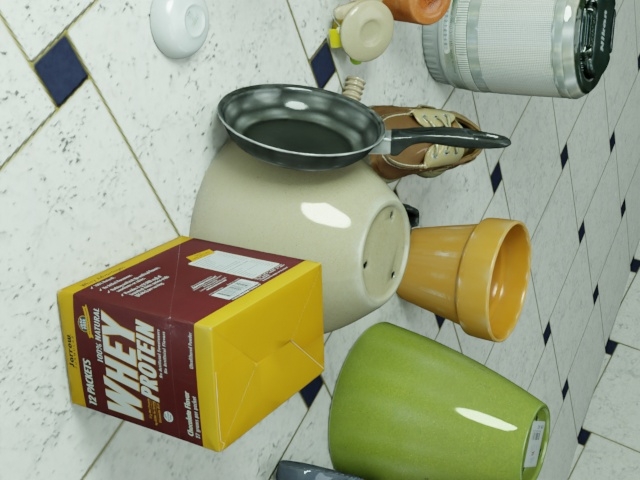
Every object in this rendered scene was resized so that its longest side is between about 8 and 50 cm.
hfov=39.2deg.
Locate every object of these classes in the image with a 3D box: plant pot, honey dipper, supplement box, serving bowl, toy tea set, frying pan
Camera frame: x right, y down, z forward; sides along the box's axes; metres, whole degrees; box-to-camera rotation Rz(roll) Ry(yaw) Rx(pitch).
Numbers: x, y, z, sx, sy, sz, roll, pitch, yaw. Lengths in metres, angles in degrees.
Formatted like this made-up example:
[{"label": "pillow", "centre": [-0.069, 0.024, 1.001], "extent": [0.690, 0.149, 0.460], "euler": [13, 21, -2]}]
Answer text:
[{"label": "plant pot", "centre": [0.235, 0.055, 1.530], "extent": [0.205, 0.188, 0.205], "euler": [-26, 121, -55]}, {"label": "plant pot", "centre": [0.207, 0.294, 1.450], "extent": [0.274, 0.293, 0.275], "euler": [-23, 118, -54]}, {"label": "honey dipper", "centre": [0.031, -0.155, 1.284], "extent": [0.030, 0.030, 0.161], "euler": [25, 78, -58]}, {"label": "supplement box", "centre": [-0.128, 0.095, 0.930], "extent": [0.191, 0.194, 0.129], "euler": [-29, 123, -53]}, {"label": "serving bowl", "centre": [-0.146, -0.237, 0.968], "extent": [0.083, 0.027, 0.083], "euler": [-22, 116, -55]}, {"label": "toy tea set", "centre": [0.071, -0.422, 1.231], "extent": [0.200, 0.124, 0.336], "euler": [-22, 125, -22]}, {"label": "plant pot", "centre": [0.000, 0.000, 1.122], "extent": [0.284, 0.190, 0.284], "euler": [-24, 119, -55]}, {"label": "frying pan", "centre": [0.037, -0.137, 1.070], "extent": [0.326, 0.197, 0.053], "euler": [-3, 123, -21]}]

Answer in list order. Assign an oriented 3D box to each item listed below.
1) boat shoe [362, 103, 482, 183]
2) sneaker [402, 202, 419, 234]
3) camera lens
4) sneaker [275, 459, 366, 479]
[{"label": "boat shoe", "centre": [0.162, -0.161, 1.389], "extent": [0.324, 0.119, 0.123], "euler": [-14, 91, -60]}, {"label": "sneaker", "centre": [0.100, -0.020, 1.394], "extent": [0.170, 0.074, 0.063], "euler": [-33, 126, -51]}, {"label": "camera lens", "centre": [0.334, -0.352, 1.492], "extent": [0.219, 0.274, 0.219], "euler": [-25, 120, -55]}, {"label": "sneaker", "centre": [0.020, 0.416, 1.351], "extent": [0.319, 0.112, 0.131], "euler": [43, 59, -54]}]
